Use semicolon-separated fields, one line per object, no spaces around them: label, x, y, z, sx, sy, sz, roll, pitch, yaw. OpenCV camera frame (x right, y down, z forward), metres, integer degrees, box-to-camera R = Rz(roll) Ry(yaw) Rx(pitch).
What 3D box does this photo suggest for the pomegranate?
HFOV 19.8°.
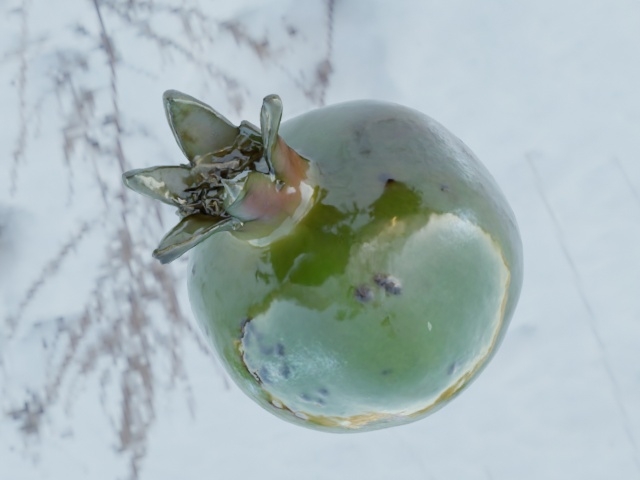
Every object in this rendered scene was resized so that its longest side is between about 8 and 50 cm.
pomegranate;0.000;0.000;0.946;0.181;0.181;0.224;-34;138;15
